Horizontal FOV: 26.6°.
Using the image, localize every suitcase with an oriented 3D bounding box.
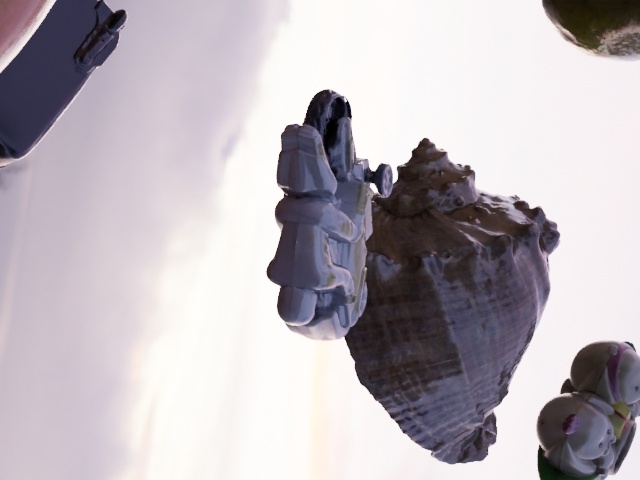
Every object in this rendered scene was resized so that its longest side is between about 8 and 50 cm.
[{"bbox_3d":[-0.468,-0.290,1.795,0.188,0.345,0.339,-11,-141,41],"label":"suitcase"}]

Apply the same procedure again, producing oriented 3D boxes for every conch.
[{"bbox_3d":[0.149,0.059,1.478,0.210,0.297,0.352,-31,-102,38],"label":"conch"}]

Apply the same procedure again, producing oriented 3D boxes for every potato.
[{"bbox_3d":[0.336,-0.253,1.278,0.111,0.272,0.160,-17,103,-68],"label":"potato"}]

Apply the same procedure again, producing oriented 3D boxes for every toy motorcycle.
[{"bbox_3d":[0.000,0.000,1.067,0.151,0.074,0.228,-57,150,-49],"label":"toy motorcycle"}]

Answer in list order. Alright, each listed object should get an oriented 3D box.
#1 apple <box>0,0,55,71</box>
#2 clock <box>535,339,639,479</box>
[{"bbox_3d":[-0.257,-0.167,0.756,0.241,0.242,0.242,-64,-169,-4],"label":"apple"},{"bbox_3d":[0.325,0.208,1.627,0.231,0.103,0.144,-54,155,-33],"label":"clock"}]
